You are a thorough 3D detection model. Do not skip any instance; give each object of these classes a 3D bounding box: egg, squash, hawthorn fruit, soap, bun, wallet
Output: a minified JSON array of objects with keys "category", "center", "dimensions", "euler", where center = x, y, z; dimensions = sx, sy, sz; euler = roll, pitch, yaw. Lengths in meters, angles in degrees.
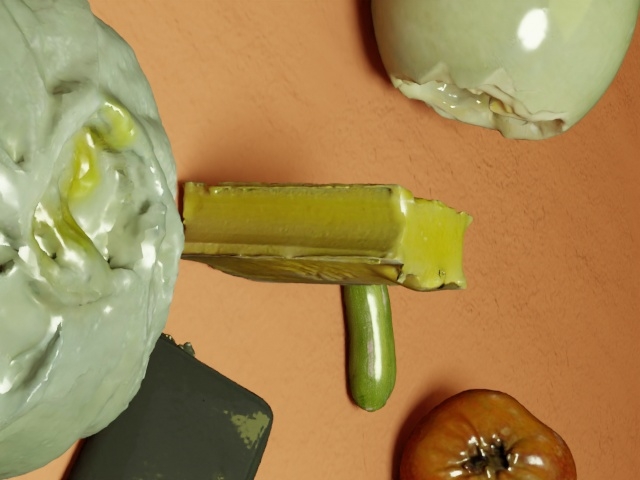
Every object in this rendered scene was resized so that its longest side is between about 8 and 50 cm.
[{"category":"egg","center":[0.194,-0.283,1.404],"dimensions":[0.278,0.278,0.336],"euler":[27,73,-52]},{"category":"squash","center":[0.048,0.083,1.381],"dimensions":[0.052,0.052,0.183],"euler":[-5,90,-56]},{"category":"hawthorn fruit","center":[0.177,0.279,1.472],"dimensions":[0.225,0.196,0.196],"euler":[85,25,-53]},{"category":"soap","center":[0.000,-0.002,1.150],"dimensions":[0.135,0.233,0.076],"euler":[20,77,-54]},{"category":"bun","center":[-0.218,-0.014,0.830],"dimensions":[0.362,0.211,0.362],"euler":[-12,104,-54]},{"category":"wallet","center":[-0.127,0.199,1.077],"dimensions":[0.149,0.044,0.250],"euler":[34,56,-17]}]
